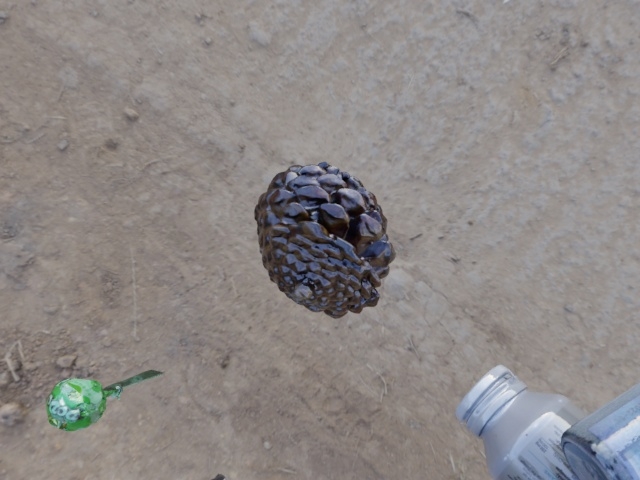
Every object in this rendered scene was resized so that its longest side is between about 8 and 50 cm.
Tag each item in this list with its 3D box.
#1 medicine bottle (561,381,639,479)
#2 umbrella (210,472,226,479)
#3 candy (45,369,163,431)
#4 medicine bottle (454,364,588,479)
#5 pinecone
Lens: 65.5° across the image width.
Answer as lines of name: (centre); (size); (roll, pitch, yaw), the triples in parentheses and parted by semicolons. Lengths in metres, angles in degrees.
medicine bottle: (0.342, 0.174, 0.487); (0.203, 0.083, 0.083); (-29, 91, -9)
umbrella: (-0.244, 0.431, 0.810); (0.071, 0.248, 0.071); (2, 94, 39)
candy: (-0.403, 0.294, 0.991); (0.097, 0.323, 0.097); (-1, 88, 14)
medicine bottle: (0.271, 0.256, 0.593); (0.135, 0.135, 0.215); (-50, 58, 4)
pinecone: (0.005, -0.003, 0.927); (0.242, 0.296, 0.298); (-11, 134, -5)
